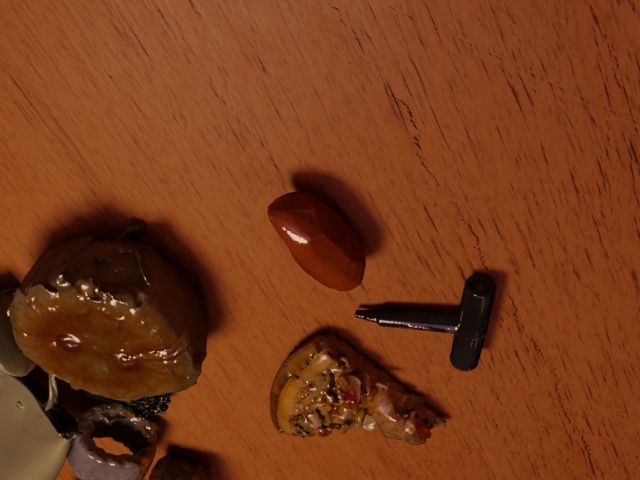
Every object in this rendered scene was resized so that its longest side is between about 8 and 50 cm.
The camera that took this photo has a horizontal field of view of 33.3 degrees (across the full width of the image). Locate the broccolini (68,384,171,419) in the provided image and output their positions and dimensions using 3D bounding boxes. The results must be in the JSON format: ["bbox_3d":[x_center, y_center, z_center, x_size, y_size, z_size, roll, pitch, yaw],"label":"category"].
[{"bbox_3d":[-0.357,0.260,1.862,0.201,0.074,0.058,14,102,19],"label":"broccolini"}]

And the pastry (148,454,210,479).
[{"bbox_3d":[-0.269,0.498,1.985,0.103,0.188,0.188,8,137,6],"label":"pastry"}]

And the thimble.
[{"bbox_3d":[-0.374,0.373,1.929,0.151,0.127,0.118,21,139,-8],"label":"thimble"}]

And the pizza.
[{"bbox_3d":[0.031,0.278,1.750,0.288,0.074,0.251,37,136,-20],"label":"pizza"}]

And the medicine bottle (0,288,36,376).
[{"bbox_3d":[-0.541,0.155,1.733,0.143,0.147,0.147,-9,133,20],"label":"medicine bottle"}]

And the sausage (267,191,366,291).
[{"bbox_3d":[0.000,0.000,1.451,0.089,0.089,0.179,-16,134,31],"label":"sausage"}]

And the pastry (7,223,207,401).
[{"bbox_3d":[-0.325,0.123,1.640,0.330,0.136,0.329,8,139,7],"label":"pastry"}]

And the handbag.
[{"bbox_3d":[-0.532,0.307,1.890,0.241,0.109,0.315,41,139,13],"label":"handbag"}]

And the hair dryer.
[{"bbox_3d":[0.147,0.103,1.549,0.195,0.050,0.173,13,135,8],"label":"hair dryer"}]
